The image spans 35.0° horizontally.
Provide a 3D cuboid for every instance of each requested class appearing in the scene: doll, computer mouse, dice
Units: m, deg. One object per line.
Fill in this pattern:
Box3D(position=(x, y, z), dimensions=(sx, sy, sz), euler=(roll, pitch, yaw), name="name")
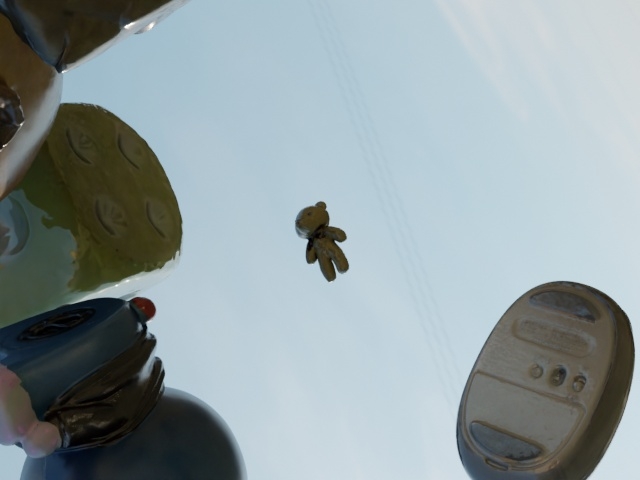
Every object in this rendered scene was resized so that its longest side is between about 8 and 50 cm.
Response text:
Box3D(position=(0.004, 0.000, 1.211), dimensions=(0.093, 0.061, 0.051), euler=(54, -156, 2), name="doll")
Box3D(position=(0.096, 0.066, 0.424), dimensions=(0.039, 0.066, 0.096), euler=(40, -108, -47), name="computer mouse")
Box3D(position=(-0.329, -0.024, 1.278), dimensions=(0.238, 0.226, 0.233), euler=(65, -156, 5), name="dice")
Box3D(position=(-0.206, 0.219, 1.016), dimensions=(0.284, 0.240, 0.310), euler=(-137, 28, -73), name="doll")

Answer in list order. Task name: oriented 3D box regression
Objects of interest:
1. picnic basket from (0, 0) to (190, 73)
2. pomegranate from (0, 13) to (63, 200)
Box3D(position=(-0.147, -0.313, 0.676), dimensions=(0.293, 0.337, 0.337), euler=(58, -160, -33), name="picnic basket")
Box3D(position=(-0.437, -0.176, 0.962), dimensions=(0.416, 0.416, 0.417), euler=(43, -152, -30), name="pomegranate")
